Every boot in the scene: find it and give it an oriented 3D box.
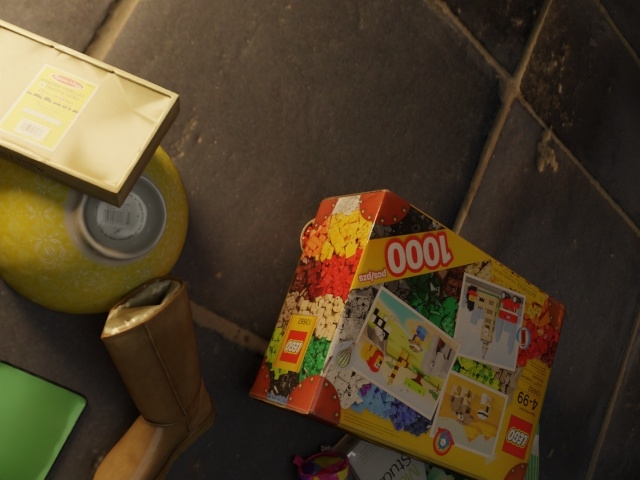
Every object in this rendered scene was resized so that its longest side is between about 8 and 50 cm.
[{"bbox_3d":[-0.256,0.214,0.914,0.236,0.089,0.269,-46,143,-39],"label":"boot"}]

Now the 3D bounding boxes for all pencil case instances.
[{"bbox_3d":[0.023,0.495,1.187,0.104,0.104,0.236,-19,102,-35],"label":"pencil case"}]

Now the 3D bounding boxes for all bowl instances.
[{"bbox_3d":[-0.293,-0.036,0.890,0.290,0.156,0.289,-2,93,-36],"label":"bowl"}]

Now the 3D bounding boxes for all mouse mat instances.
[{"bbox_3d":[-0.427,0.274,0.896,0.153,0.007,0.189,37,70,-32],"label":"mouse mat"}]

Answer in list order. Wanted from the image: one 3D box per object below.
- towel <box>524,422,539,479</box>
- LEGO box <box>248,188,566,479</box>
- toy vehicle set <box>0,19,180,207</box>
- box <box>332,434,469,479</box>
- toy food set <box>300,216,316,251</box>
[{"bbox_3d":[0.424,0.408,1.467,0.248,0.038,0.324,33,58,-33],"label":"towel"},{"bbox_3d":[0.177,0.190,1.171,0.500,0.193,0.372,29,72,-30],"label":"LEGO box"},{"bbox_3d":[-0.332,-0.164,0.817,0.267,0.035,0.166,23,61,1],"label":"toy vehicle set"},{"bbox_3d":[0.184,0.463,1.313,0.232,0.058,0.322,-40,110,-29],"label":"box"},{"bbox_3d":[0.000,0.000,1.192,0.083,0.020,0.082,-43,116,-28],"label":"toy food set"}]
